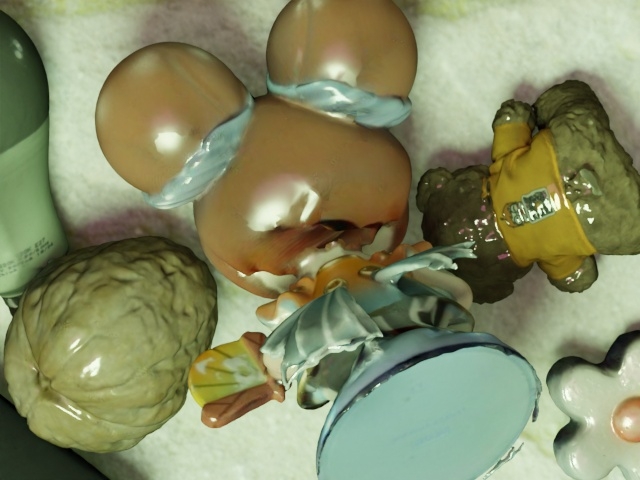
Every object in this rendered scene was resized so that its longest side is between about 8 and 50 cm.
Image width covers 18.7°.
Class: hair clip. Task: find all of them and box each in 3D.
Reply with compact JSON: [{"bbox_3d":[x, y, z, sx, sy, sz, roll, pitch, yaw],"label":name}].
[{"bbox_3d":[0.305,0.112,1.669,0.257,0.075,0.146,-40,86,6],"label":"hair clip"}]

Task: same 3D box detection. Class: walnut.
[{"bbox_3d":[-0.172,0.081,1.652,0.178,0.230,0.178,13,122,22],"label":"walnut"}]

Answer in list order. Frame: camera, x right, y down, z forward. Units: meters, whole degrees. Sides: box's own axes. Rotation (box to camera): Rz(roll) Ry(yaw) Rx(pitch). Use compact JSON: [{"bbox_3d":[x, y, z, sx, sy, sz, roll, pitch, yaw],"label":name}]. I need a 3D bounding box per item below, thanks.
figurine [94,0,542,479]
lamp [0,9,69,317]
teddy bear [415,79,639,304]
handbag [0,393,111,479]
[{"bbox_3d":[-0.001,0.001,1.559,0.276,0.388,0.248,-19,139,-10],"label":"figurine"},{"bbox_3d":[-0.313,-0.056,1.672,0.181,0.182,0.314,-6,103,8],"label":"lamp"},{"bbox_3d":[0.178,-0.029,1.636,0.190,0.140,0.177,-26,96,18],"label":"teddy bear"},{"bbox_3d":[-0.311,0.241,1.724,0.302,0.178,0.275,37,144,1],"label":"handbag"}]
